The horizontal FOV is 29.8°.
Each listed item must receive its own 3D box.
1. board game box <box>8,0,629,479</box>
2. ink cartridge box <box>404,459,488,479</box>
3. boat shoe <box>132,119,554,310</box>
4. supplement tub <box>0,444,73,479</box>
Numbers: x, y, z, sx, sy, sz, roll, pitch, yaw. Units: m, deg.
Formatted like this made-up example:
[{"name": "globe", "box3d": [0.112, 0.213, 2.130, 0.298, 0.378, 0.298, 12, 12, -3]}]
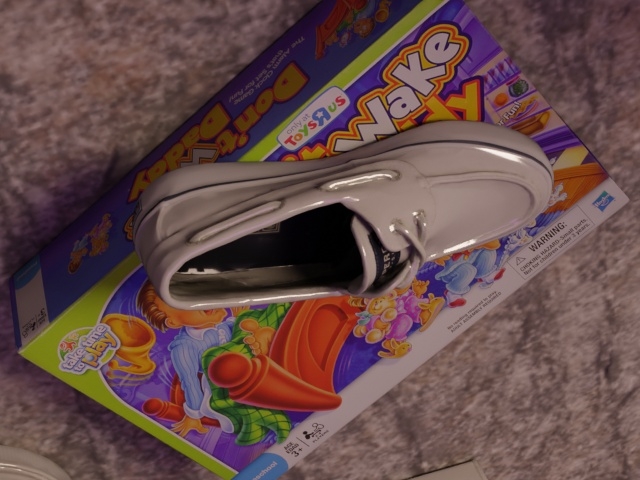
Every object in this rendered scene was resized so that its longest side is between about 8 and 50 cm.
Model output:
[{"name": "board game box", "box3d": [0.000, 0.000, 0.804, 0.347, 0.078, 0.233, -40, 128, 13]}, {"name": "ink cartridge box", "box3d": [0.054, 0.298, 1.046, 0.217, 0.092, 0.159, -13, 130, -7]}, {"name": "boat shoe", "box3d": [0.023, -0.003, 0.702, 0.258, 0.084, 0.095, -12, 129, -10]}, {"name": "supplement tub", "box3d": [-0.231, 0.295, 0.823, 0.191, 0.272, 0.191, -10, 129, -12]}]
